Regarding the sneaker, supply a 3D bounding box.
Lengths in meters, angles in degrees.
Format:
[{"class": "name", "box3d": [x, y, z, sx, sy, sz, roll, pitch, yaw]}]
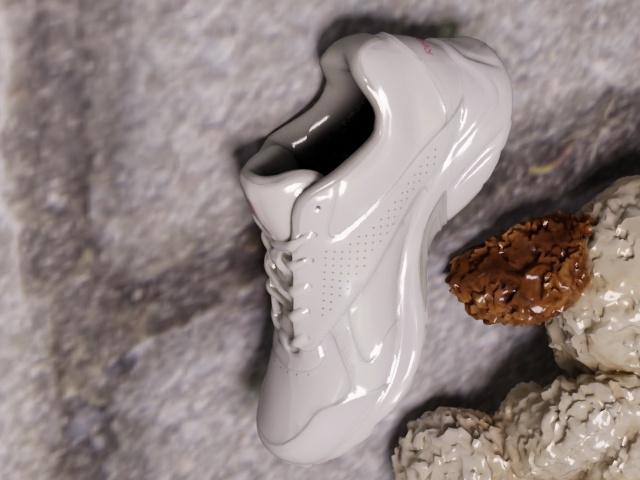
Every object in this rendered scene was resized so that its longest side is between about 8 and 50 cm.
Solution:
[{"class": "sneaker", "box3d": [0.000, 0.000, 0.813, 0.115, 0.090, 0.232, 11, 103, -36]}]

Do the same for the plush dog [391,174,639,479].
[{"class": "plush dog", "box3d": [0.188, 0.073, 0.954, 0.262, 0.210, 0.225, -11, 102, -33]}]
